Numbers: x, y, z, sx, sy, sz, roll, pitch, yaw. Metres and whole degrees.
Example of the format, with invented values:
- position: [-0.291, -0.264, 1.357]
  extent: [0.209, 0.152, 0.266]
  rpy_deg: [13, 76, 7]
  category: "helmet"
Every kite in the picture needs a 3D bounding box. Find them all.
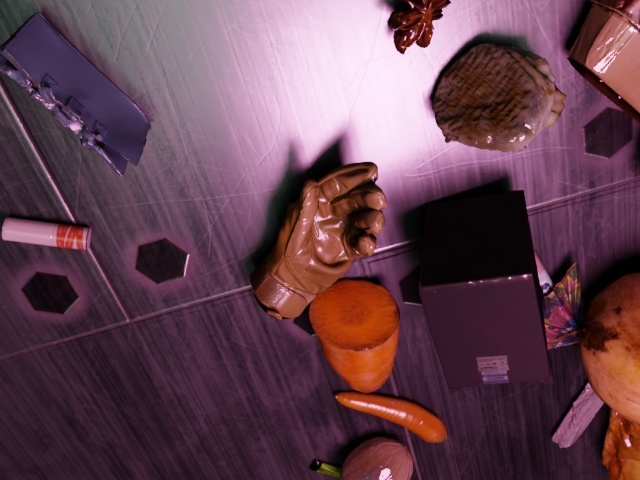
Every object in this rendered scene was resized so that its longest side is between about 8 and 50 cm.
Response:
- position: [0.437, 0.173, 1.254]
  extent: [0.234, 0.016, 0.321]
  rpy_deg: [19, 124, -28]
  category: "kite"

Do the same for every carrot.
- position: [0.075, 0.196, 1.176]
  extent: [0.159, 0.159, 0.225]
  rpy_deg: [-12, 136, 0]
  category: "carrot"
- position: [0.159, 0.358, 1.319]
  extent: [0.271, 0.066, 0.062]
  rpy_deg: [28, 70, -18]
  category: "carrot"

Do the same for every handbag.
- position: [-0.336, -0.198, 0.873]
  extent: [0.057, 0.144, 0.221]
  rpy_deg: [-34, 120, 15]
  category: "handbag"

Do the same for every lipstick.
- position: [-0.446, -0.011, 1.033]
  extent: [0.130, 0.038, 0.038]
  rpy_deg: [8, 119, -11]
  category: "lipstick"

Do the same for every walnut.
- position: [0.120, 0.493, 1.348]
  extent: [0.162, 0.140, 0.140]
  rpy_deg: [-27, 120, 20]
  category: "walnut"

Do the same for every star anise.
- position: [0.143, -0.358, 0.886]
  extent: [0.097, 0.070, 0.191]
  rpy_deg: [-1, 123, -38]
  category: "star anise"

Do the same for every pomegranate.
- position: [0.637, 0.197, 1.147]
  extent: [0.322, 0.322, 0.322]
  rpy_deg: [-3, 121, -5]
  category: "pomegranate"

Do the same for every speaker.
- position: [0.273, 0.087, 1.053]
  extent: [0.184, 0.232, 0.254]
  rpy_deg: [-9, 125, 20]
  category: "speaker"

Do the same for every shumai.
- position: [0.276, -0.207, 0.976]
  extent: [0.184, 0.184, 0.142]
  rpy_deg: [-47, 145, 19]
  category: "shumai"

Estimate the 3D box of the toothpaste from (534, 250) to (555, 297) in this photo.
- position: [0.406, 0.068, 1.187]
  extent: [0.056, 0.036, 0.205]
  rpy_deg: [-29, 124, 13]
  category: "toothpaste"

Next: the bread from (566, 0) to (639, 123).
- position: [0.497, -0.292, 0.920]
  extent: [0.224, 0.142, 0.212]
  rpy_deg: [30, 116, -21]
  category: "bread"

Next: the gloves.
- position: [0.003, -0.005, 1.035]
  extent: [0.154, 0.141, 0.331]
  rpy_deg: [40, 122, 2]
  category: "gloves"

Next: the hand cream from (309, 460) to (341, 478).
- position: [0.037, 0.519, 1.415]
  extent: [0.122, 0.023, 0.036]
  rpy_deg: [21, 127, -17]
  category: "hand cream"

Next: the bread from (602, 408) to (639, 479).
- position: [0.718, 0.418, 1.366]
  extent: [0.195, 0.149, 0.344]
  rpy_deg: [-6, 125, 3]
  category: "bread"

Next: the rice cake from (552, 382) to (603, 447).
- position: [0.582, 0.347, 1.364]
  extent: [0.055, 0.049, 0.270]
  rpy_deg: [4, 121, -28]
  category: "rice cake"
